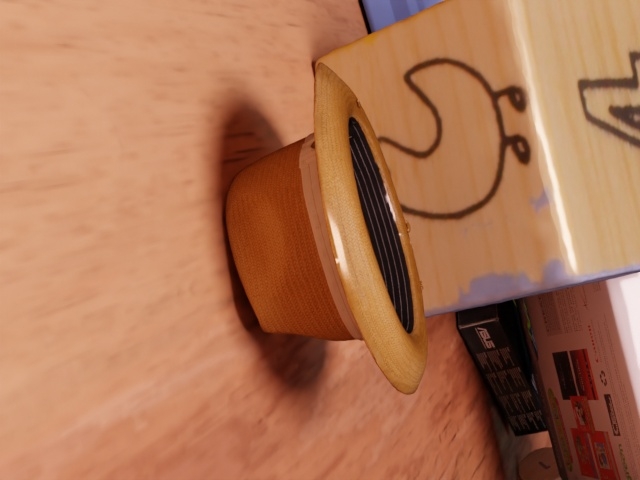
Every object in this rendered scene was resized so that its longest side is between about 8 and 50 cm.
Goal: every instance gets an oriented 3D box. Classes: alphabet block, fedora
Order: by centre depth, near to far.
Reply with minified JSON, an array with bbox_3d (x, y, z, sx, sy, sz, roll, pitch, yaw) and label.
[{"bbox_3d":[0.000,0.000,0.715,0.194,0.079,0.194,-17,90,-79],"label":"fedora"},{"bbox_3d":[0.139,-0.060,0.921,0.193,0.192,0.197,-8,83,-45],"label":"alphabet block"}]

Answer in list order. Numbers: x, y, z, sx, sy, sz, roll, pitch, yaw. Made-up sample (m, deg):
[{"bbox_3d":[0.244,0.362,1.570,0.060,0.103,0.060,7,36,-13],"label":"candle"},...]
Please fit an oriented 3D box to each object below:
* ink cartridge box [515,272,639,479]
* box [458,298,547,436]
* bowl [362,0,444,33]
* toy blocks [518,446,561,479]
[{"bbox_3d":[0.263,0.056,1.133,0.272,0.130,0.309,135,-58,-80],"label":"ink cartridge box"},{"bbox_3d":[0.178,0.066,1.304,0.184,0.045,0.191,-90,158,-44],"label":"box"},{"bbox_3d":[0.108,-0.252,1.266,0.391,0.077,0.391,-13,90,-74],"label":"bowl"},{"bbox_3d":[0.241,0.299,1.312,0.123,0.054,0.148,-80,152,-54],"label":"toy blocks"}]
